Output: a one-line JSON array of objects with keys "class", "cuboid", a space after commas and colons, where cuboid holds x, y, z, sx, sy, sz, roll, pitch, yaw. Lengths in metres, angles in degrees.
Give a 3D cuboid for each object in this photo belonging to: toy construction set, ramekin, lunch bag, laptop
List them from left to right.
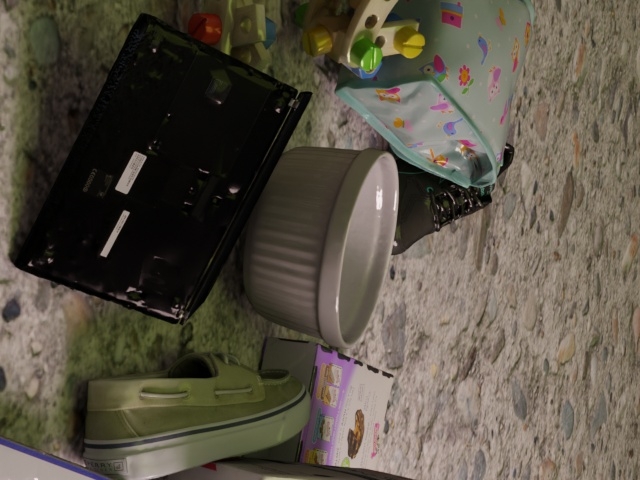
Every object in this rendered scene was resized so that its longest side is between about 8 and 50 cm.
[{"class": "laptop", "cuboid": [-0.127, -0.060, 1.283, 0.264, 0.136, 0.234, 23, 98, -36]}, {"class": "toy construction set", "cuboid": [-0.017, -0.252, 1.426, 0.328, 0.151, 0.215, -15, 133, -53]}, {"class": "ramekin", "cuboid": [0.000, 0.000, 1.482, 0.207, 0.109, 0.207, 12, 90, -74]}, {"class": "lunch bag", "cuboid": [0.151, -0.209, 1.699, 0.262, 0.160, 0.223, 37, 59, -49]}]

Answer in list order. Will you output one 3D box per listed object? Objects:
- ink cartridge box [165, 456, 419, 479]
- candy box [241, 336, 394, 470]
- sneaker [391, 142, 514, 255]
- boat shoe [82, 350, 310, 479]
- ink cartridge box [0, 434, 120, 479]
[{"class": "ink cartridge box", "cuboid": [-0.010, 0.268, 1.389, 0.237, 0.172, 0.100, 11, 84, -35]}, {"class": "candy box", "cuboid": [-0.001, 0.207, 1.593, 0.196, 0.070, 0.164, 30, 68, -59]}, {"class": "sneaker", "cuboid": [0.151, -0.068, 1.791, 0.267, 0.106, 0.101, -49, 138, -45]}, {"class": "boat shoe", "cuboid": [-0.104, 0.152, 1.358, 0.302, 0.109, 0.094, -10, 99, -59]}, {"class": "ink cartridge box", "cuboid": [-0.278, 0.306, 1.105, 0.303, 0.072, 0.307, 39, 59, -56]}]
